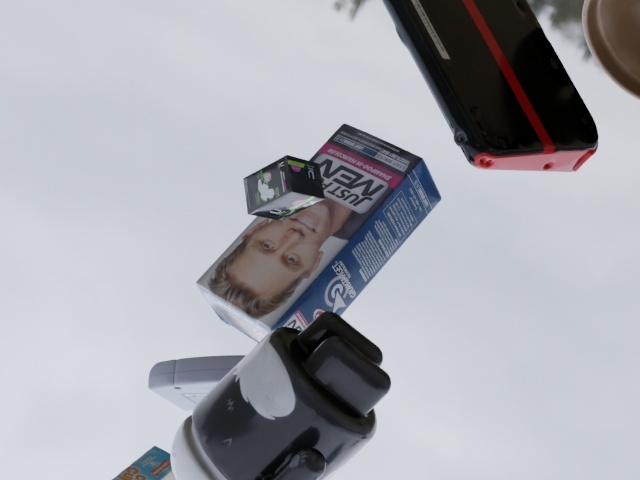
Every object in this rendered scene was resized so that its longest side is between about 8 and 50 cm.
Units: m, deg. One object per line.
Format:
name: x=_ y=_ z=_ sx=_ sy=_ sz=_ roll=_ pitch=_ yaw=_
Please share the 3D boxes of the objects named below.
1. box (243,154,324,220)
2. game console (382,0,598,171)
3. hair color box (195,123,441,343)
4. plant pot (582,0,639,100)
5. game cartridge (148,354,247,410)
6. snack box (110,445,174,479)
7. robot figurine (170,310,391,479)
box: x=-0.046 y=-0.065 z=1.710 sx=0.062 sy=0.083 sz=0.052 roll=11 pitch=-116 yaw=-44
game console: x=0.199 y=-0.259 z=1.771 sx=0.342 sy=0.060 sz=0.387 roll=-7 pitch=-115 yaw=-51
hair color box: x=0.000 y=0.000 z=2.011 sx=0.174 sy=0.347 sz=0.105 roll=27 pitch=159 yaw=40
plant pot: x=0.509 y=-0.317 z=1.972 sx=0.237 sy=0.237 sz=0.109 roll=33 pitch=-121 yaw=25
game cartridge: x=-0.138 y=0.253 z=2.372 sx=0.297 sy=0.062 sz=0.198 roll=-4 pitch=152 yaw=20
snack box: x=-0.315 y=0.448 z=1.905 sx=0.060 sy=0.187 sz=0.322 roll=23 pitch=-147 yaw=24
robot figurine: x=-0.045 y=0.215 z=1.564 sx=0.173 sy=0.278 sz=0.209 roll=48 pitch=-166 yaw=15
